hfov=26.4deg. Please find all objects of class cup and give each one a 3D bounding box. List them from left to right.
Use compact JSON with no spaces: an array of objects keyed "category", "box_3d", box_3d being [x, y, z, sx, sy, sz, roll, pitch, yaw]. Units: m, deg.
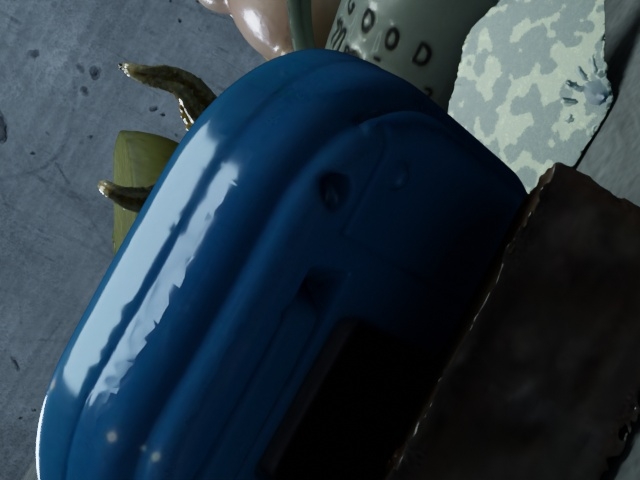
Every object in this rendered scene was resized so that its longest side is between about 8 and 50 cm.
[{"category":"cup","box_3d":[0.058,-0.157,1.188,0.186,0.258,0.234,-12,-44,-54]}]

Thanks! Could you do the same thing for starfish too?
[{"category":"starfish","box_3d":[-0.087,-0.085,1.158,0.050,0.247,0.138,-15,81,38]}]

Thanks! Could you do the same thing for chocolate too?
[{"category":"chocolate","box_3d":[0.082,0.121,0.737,0.321,0.112,0.112,-62,3,-5]}]

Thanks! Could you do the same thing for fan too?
[{"category":"fan","box_3d":[0.157,-0.113,1.012,0.009,0.131,0.240,24,-100,-58]}]

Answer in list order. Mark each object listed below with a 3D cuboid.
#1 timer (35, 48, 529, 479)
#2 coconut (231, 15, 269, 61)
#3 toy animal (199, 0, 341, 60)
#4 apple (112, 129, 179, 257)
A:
[{"category":"timer","box_3d":[0.003,0.065,0.806,0.309,0.115,0.340,-60,-32,0]},{"category":"coconut","box_3d":[0.017,-0.384,1.707,0.346,0.360,0.346,-27,-15,-8]},{"category":"toy animal","box_3d":[0.031,-0.242,1.392,0.269,0.237,0.326,-32,-28,-14]},{"category":"apple","box_3d":[-0.142,0.091,1.291,0.312,0.320,0.360,-47,18,-1]}]
